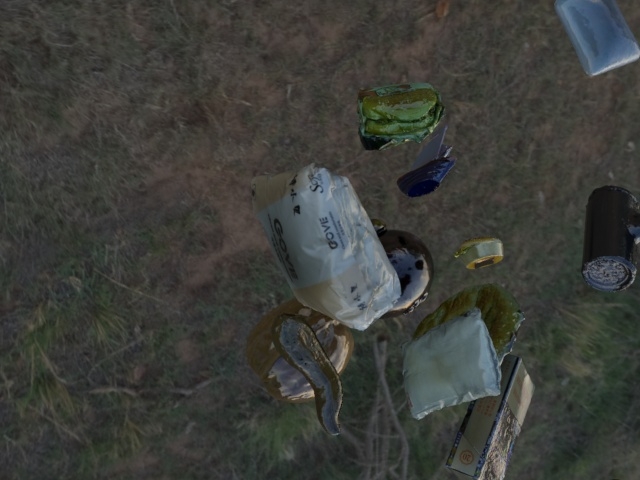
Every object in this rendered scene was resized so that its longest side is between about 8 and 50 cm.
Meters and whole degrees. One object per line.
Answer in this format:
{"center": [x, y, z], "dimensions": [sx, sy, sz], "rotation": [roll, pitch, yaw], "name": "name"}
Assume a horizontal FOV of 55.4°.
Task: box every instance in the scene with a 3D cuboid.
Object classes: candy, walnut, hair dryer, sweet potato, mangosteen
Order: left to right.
{"center": [-0.056, 0.334, 1.925], "dimensions": [0.344, 0.306, 0.306], "rotation": [-41, 125, 4], "name": "walnut"}
{"center": [-0.015, 0.225, 1.066], "dimensions": [0.081, 0.062, 0.232], "rotation": [-33, 97, -43], "name": "sweet potato"}
{"center": [0.191, 0.076, 1.917], "dimensions": [0.307, 0.307, 0.346], "rotation": [-36, 81, -15], "name": "mangosteen"}
{"center": [0.560, -0.426, 1.231], "dimensions": [0.138, 0.071, 0.174], "rotation": [-22, 84, -17], "name": "candy"}
{"center": [0.564, -0.024, 1.010], "dimensions": [0.089, 0.251, 0.197], "rotation": [53, 44, -24], "name": "hair dryer"}

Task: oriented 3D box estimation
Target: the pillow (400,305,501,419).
{"center": [0.194, 0.196, 0.948], "dimensions": [0.051, 0.229, 0.128], "rotation": [1, 65, -26], "name": "pillow"}

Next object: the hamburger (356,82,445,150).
{"center": [0.191, -0.298, 1.446], "dimensions": [0.214, 0.235, 0.125], "rotation": [-10, 121, 6], "name": "hamburger"}

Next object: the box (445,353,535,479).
{"center": [0.424, 0.449, 1.492], "dimensions": [0.310, 0.084, 0.198], "rotation": [-62, 141, -21], "name": "box"}

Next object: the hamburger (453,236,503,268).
{"center": [0.460, 0.032, 1.774], "dimensions": [0.141, 0.081, 0.127], "rotation": [-22, 158, 24], "name": "hamburger"}

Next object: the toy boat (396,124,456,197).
{"center": [0.328, -0.249, 1.930], "dimensions": [0.219, 0.318, 0.072], "rotation": [-38, 116, 24], "name": "toy boat"}

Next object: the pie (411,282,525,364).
{"center": [0.375, 0.235, 1.578], "dimensions": [0.078, 0.371, 0.296], "rotation": [40, 79, -16], "name": "pie"}

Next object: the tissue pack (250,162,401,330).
{"center": [0.000, 0.000, 1.391], "dimensions": [0.195, 0.390, 0.375], "rotation": [-30, 102, -21], "name": "tissue pack"}

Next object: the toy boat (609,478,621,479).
{"center": [0.591, 0.536, 1.204], "dimensions": [0.226, 0.068, 0.087], "rotation": [11, 89, -69], "name": "toy boat"}
